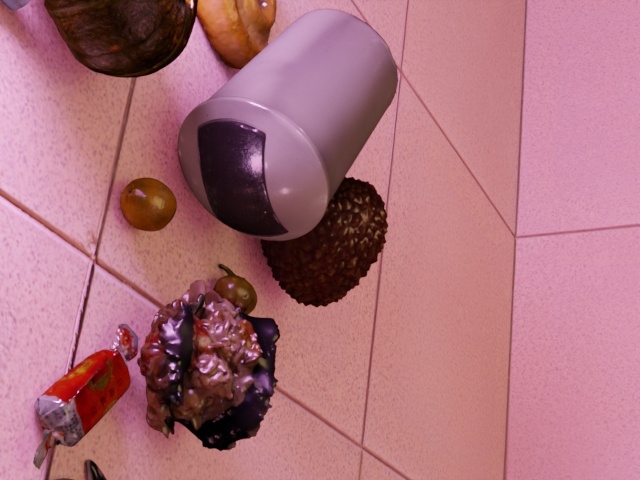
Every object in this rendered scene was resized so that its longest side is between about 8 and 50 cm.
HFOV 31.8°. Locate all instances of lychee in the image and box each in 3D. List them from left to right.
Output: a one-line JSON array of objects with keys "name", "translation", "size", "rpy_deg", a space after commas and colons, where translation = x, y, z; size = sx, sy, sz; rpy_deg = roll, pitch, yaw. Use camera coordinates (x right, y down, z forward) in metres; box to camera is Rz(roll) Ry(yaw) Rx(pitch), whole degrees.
[{"name": "lychee", "translation": [0.000, 0.000, 2.127], "size": [0.271, 0.271, 0.271], "rpy_deg": [22, 65, -61]}]

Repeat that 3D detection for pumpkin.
[{"name": "pumpkin", "translation": [-0.296, -0.391, 1.621], "size": [0.320, 0.192, 0.320], "rpy_deg": [-13, 90, -76]}]

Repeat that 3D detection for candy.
[{"name": "candy", "translation": [-0.334, 0.217, 1.595], "size": [0.292, 0.059, 0.086], "rpy_deg": [-51, 132, -55]}]

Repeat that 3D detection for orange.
[{"name": "orange", "translation": [-0.270, -0.058, 1.756], "size": [0.095, 0.085, 0.085], "rpy_deg": [44, 47, -56]}]

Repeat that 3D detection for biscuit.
[{"name": "biscuit", "translation": [-0.153, -0.457, 2.070], "size": [0.213, 0.091, 0.274], "rpy_deg": [12, 76, -65]}]

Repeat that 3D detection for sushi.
[{"name": "sushi", "translation": [-0.191, 0.201, 1.742], "size": [0.219, 0.225, 0.238], "rpy_deg": [18, 25, -32]}]

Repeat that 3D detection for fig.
[{"name": "fig", "translation": [-0.152, 0.091, 1.984], "size": [0.084, 0.082, 0.098], "rpy_deg": [27, 36, -20]}]

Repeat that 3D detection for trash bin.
[{"name": "trash bin", "translation": [-0.053, -0.201, 1.963], "size": [0.432, 0.280, 0.280], "rpy_deg": [-55, 133, -44]}]

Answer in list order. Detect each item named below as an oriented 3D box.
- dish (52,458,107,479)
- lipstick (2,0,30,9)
[{"name": "dish", "translation": [-0.327, 0.416, 1.545], "size": [0.224, 0.078, 0.246], "rpy_deg": [65, 32, -32]}, {"name": "lipstick", "translation": [-0.448, -0.376, 1.498], "size": [0.158, 0.048, 0.048], "rpy_deg": [50, 42, -49]}]
